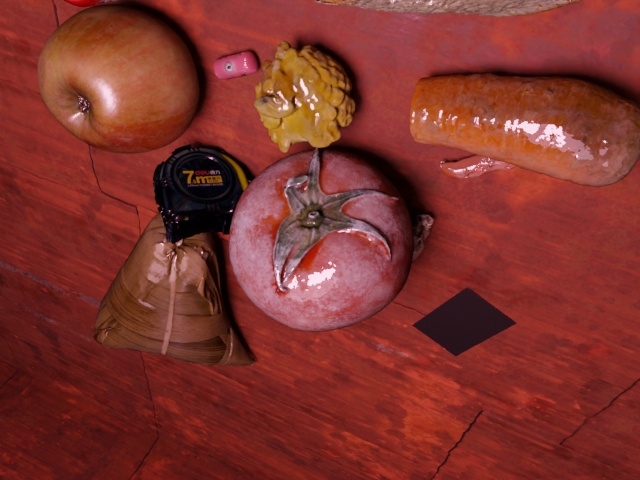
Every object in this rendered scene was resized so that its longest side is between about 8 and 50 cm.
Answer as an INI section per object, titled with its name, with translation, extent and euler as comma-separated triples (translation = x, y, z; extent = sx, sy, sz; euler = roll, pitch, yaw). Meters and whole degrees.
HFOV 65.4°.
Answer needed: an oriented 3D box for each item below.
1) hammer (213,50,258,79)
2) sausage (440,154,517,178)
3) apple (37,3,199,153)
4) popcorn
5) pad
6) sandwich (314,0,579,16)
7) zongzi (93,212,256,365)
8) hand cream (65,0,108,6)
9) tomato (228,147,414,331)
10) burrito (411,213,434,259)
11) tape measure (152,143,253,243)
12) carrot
[hammer]
translation = -0.147, -0.302, 0.861
extent = 0.083, 0.043, 0.043
euler = 1, 128, 30
[sausage]
translation = 0.268, -0.127, 0.794
extent = 0.157, 0.036, 0.042
euler = -10, 98, 35
[apple]
translation = -0.346, -0.267, 0.865
extent = 0.256, 0.234, 0.257
euler = 14, 135, 14
[popcorn]
translation = -0.032, -0.223, 0.806
extent = 0.173, 0.142, 0.174
euler = 3, 131, 3
[pad]
translation = 0.302, 0.180, 1.070
extent = 0.127, 0.004, 0.190
euler = 36, 137, -5
[sandwich]
translation = 0.128, -0.293, 0.542
extent = 0.251, 0.226, 0.087
euler = -5, 113, -20
[zongzi]
translation = -0.263, 0.124, 1.265
extent = 0.466, 0.218, 0.500
euler = 20, 128, -30
[hand cream]
translation = -0.340, -0.467, 0.710
extent = 0.230, 0.149, 0.230
euler = 29, 143, 24
[tomato]
translation = 0.000, 0.000, 0.858
extent = 0.316, 0.317, 0.282
euler = 17, 159, 15
[burrito]
translation = 0.150, 0.027, 0.975
extent = 0.058, 0.063, 0.229
euler = 29, 139, -11
[tape measure]
translation = -0.228, -0.093, 0.990
extent = 0.112, 0.199, 0.186
euler = -55, 47, 53
[carrot]
translation = 0.276, -0.162, 0.687
extent = 0.301, 0.139, 0.139
euler = 14, 133, 21
